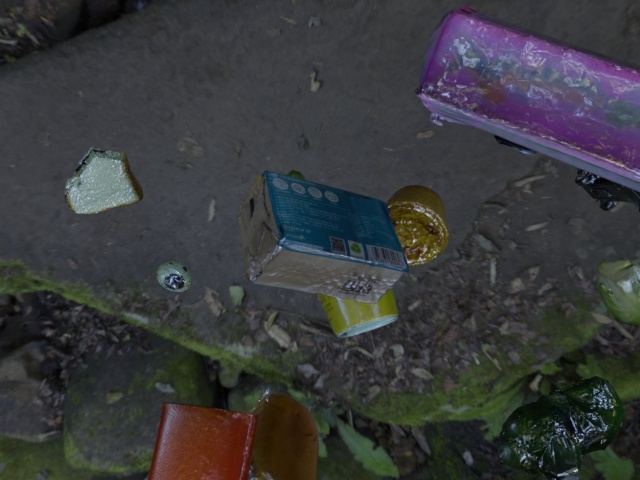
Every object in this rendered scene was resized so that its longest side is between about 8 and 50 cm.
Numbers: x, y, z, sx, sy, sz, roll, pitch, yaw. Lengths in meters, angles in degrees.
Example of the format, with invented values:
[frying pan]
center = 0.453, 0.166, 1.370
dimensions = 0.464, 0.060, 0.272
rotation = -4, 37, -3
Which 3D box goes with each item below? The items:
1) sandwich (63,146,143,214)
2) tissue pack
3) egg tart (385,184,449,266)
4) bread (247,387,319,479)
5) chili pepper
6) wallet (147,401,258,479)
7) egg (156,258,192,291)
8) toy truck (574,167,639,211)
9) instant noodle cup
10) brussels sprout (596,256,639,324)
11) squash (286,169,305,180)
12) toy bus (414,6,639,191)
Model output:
[sandwich]
center = -0.313, -0.082, 0.819
dimensions = 0.104, 0.036, 0.093
rotation = -19, 130, -4
[tissue pack]
center = 0.000, 0.000, 1.060
dimensions = 0.270, 0.192, 0.134
rotation = 13, 131, -28
[egg tart]
center = 0.235, -0.052, 1.504
dimensions = 0.202, 0.147, 0.203
rotation = 10, 130, 12
[bread]
center = -0.074, 0.367, 0.990
dimensions = 0.136, 0.241, 0.107
rotation = 40, 109, -11
[chili pepper]
center = 0.475, 0.372, 1.132
dimensions = 0.264, 0.116, 0.148
rotation = -21, 108, -3
[wallet]
center = -0.165, 0.327, 0.777
dimensions = 0.142, 0.045, 0.205
rotation = 2, 69, 14
[egg]
center = -0.408, 0.100, 1.632
dimensions = 0.110, 0.085, 0.085
rotation = 37, 93, 19
[toy truck]
center = 0.389, -0.080, 0.739
dimensions = 0.065, 0.147, 0.079
rotation = 42, 94, -9
[instant noodle cup]
center = 0.070, 0.086, 1.322
dimensions = 0.215, 0.215, 0.236
rotation = -18, 73, -1
[brussels sprout]
center = 0.511, 0.087, 0.915
dimensions = 0.181, 0.139, 0.101
rotation = 16, 63, -28
[squash]
center = -0.068, -0.093, 1.632
dimensions = 0.077, 0.068, 0.219
rotation = -10, 73, 3
[toy bus]
center = 0.206, -0.082, 0.411
dimensions = 0.274, 0.112, 0.090
rotation = 27, 109, 21
